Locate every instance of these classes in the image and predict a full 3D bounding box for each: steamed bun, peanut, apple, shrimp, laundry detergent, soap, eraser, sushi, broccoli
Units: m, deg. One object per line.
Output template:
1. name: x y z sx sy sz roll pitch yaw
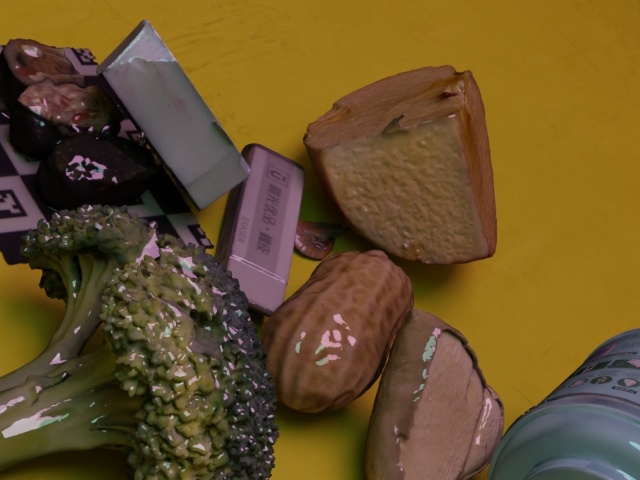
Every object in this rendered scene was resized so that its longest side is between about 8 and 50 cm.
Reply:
1. steamed bun: 0.123 0.214 1.490 0.212 0.110 0.231 29 73 -49
2. peanut: 0.030 0.100 1.535 0.140 0.153 0.325 2 20 21
3. apple: 0.141 -0.122 1.797 0.314 0.252 0.309 29 19 -4
4. shrimp: 0.000 0.000 1.727 0.108 0.023 0.059 0 58 -41
5. laundry detergent: 0.362 0.280 1.480 0.287 0.287 0.305 46 36 13
6. soap: -0.187 -0.156 1.574 0.230 0.091 0.145 54 -3 -19
7. eraser: -0.078 -0.020 1.648 0.089 0.061 0.352 25 37 -15
8. sushi: -0.307 -0.152 1.570 0.296 0.100 0.373 -5 52 -43
9. broccoli: -0.188 0.109 1.245 0.302 0.249 0.375 -4 57 -46
